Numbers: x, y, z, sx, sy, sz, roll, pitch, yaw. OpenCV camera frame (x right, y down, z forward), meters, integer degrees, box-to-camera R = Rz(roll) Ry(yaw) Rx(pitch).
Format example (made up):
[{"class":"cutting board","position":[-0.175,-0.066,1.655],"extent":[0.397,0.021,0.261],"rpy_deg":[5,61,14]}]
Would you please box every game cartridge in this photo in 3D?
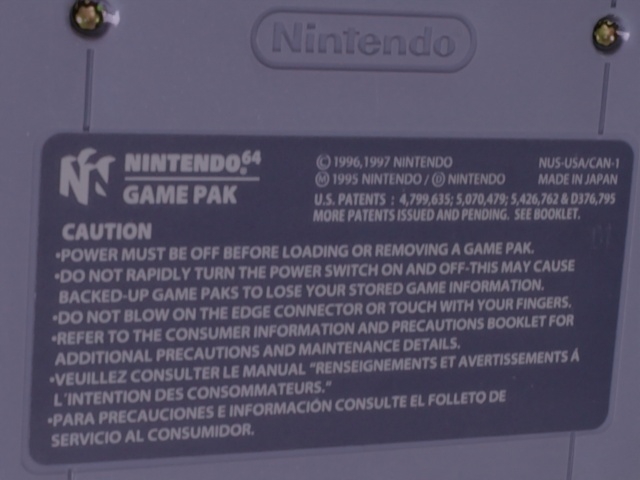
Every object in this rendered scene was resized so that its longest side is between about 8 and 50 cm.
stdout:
[{"class":"game cartridge","position":[0.000,0.000,0.618],"extent":[0.062,0.297,0.198],"rpy_deg":[15,104,63]}]
